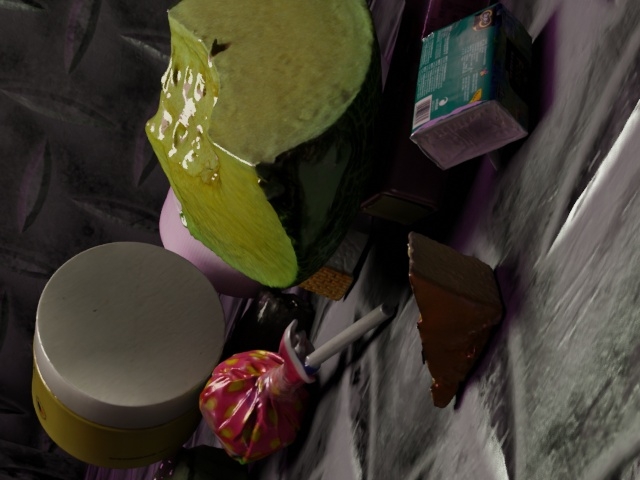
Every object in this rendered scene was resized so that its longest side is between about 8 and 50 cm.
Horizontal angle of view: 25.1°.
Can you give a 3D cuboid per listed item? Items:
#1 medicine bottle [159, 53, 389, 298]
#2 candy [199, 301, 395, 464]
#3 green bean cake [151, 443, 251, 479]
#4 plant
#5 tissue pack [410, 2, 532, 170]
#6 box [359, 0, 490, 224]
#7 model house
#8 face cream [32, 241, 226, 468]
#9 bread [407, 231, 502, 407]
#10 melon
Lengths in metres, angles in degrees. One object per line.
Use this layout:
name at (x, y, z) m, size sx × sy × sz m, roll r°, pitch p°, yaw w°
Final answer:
medicine bottle at (-0.056, -0.099, 1.711) m, size 0.316 × 0.202 × 0.202 m, roll 118°, pitch 164°, yaw -44°
candy at (-0.018, 0.135, 1.500) m, size 0.365 × 0.124 × 0.124 m, roll -41°, pitch 33°, yaw 55°
green bean cake at (-0.161, 0.373, 1.743) m, size 0.222 × 0.125 × 0.227 m, roll -98°, pitch 32°, yaw -64°
plant at (-0.067, 0.129, 1.733) m, size 0.143 × 0.092 × 0.094 m, roll -64°, pitch 21°, yaw 13°
tissue pack at (0.130, -0.119, 1.168) m, size 0.085 × 0.079 × 0.111 m, roll -22°, pitch 43°, yaw 34°
box at (0.097, -0.132, 1.360) m, size 0.120 × 0.069 × 0.224 m, roll 154°, pitch 130°, yaw -76°
model house at (0.000, 0.000, 1.582) m, size 0.100 × 0.088 × 0.100 m, roll -86°, pitch 18°, yaw -63°
face cream at (-0.231, 0.139, 1.704) m, size 0.179 × 0.218 × 0.218 m, roll 110°, pitch 171°, yaw -56°
bread at (0.082, 0.059, 1.101) m, size 0.084 × 0.080 × 0.109 m, roll -86°, pitch 19°, yaw -58°
melon at (-0.049, -0.097, 1.351) m, size 0.331 × 0.226 × 0.343 m, roll -60°, pitch 39°, yaw 15°
